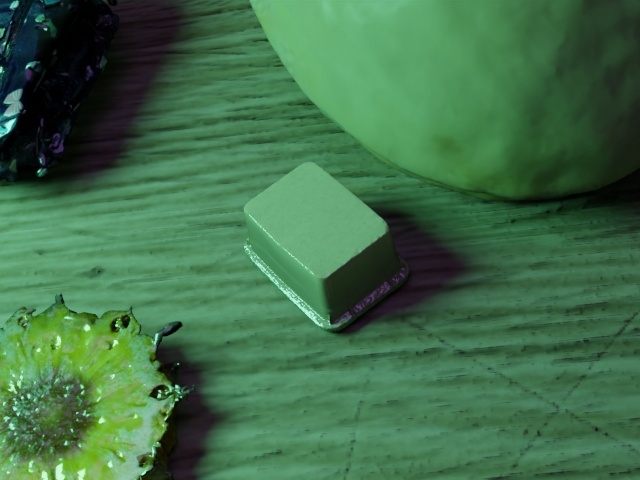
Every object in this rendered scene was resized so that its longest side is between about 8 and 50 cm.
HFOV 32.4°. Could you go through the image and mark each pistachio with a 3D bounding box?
[{"bbox_3d":[0.123,-0.237,0.875,0.365,0.281,0.445,-37,79,0],"label":"pistachio"}]

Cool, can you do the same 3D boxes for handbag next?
[{"bbox_3d":[-0.281,-0.158,1.001,0.162,0.113,0.260,0,53,19],"label":"handbag"}]

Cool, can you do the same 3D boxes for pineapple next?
[{"bbox_3d":[-0.190,0.131,0.797,0.221,0.047,0.221,-4,54,5],"label":"pineapple"}]

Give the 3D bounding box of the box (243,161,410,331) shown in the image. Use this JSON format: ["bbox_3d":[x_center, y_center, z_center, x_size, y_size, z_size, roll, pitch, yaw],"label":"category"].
[{"bbox_3d":[0.000,0.000,0.851,0.089,0.062,0.122,-36,53,-17],"label":"box"}]
